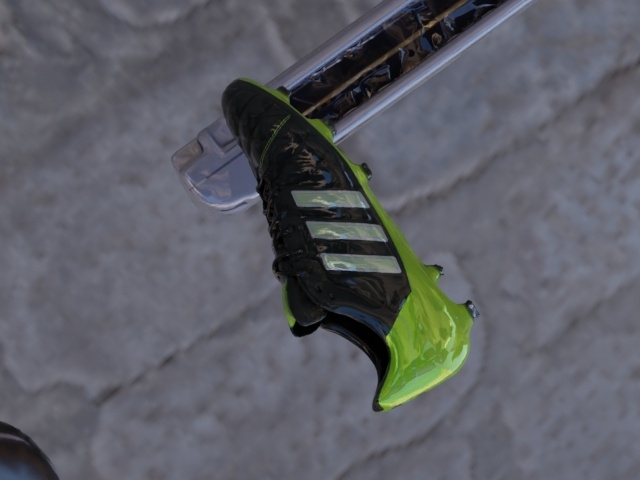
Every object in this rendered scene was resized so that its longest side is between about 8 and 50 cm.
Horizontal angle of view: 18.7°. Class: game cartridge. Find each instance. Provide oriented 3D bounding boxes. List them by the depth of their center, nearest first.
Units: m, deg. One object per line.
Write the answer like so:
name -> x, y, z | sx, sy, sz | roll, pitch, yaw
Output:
game cartridge -> 0.041, -0.111, 1.182 | 0.294, 0.060, 0.196 | -36, -175, -3

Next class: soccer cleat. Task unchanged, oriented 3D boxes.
soccer cleat -> 0.000, 0.000, 0.927 | 0.072, 0.179, 0.060 | -36, 171, -14

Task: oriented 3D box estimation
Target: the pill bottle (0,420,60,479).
pill bottle -> -0.212, 0.102, 0.721 | 0.123, 0.219, 0.123 | -29, 125, -52
